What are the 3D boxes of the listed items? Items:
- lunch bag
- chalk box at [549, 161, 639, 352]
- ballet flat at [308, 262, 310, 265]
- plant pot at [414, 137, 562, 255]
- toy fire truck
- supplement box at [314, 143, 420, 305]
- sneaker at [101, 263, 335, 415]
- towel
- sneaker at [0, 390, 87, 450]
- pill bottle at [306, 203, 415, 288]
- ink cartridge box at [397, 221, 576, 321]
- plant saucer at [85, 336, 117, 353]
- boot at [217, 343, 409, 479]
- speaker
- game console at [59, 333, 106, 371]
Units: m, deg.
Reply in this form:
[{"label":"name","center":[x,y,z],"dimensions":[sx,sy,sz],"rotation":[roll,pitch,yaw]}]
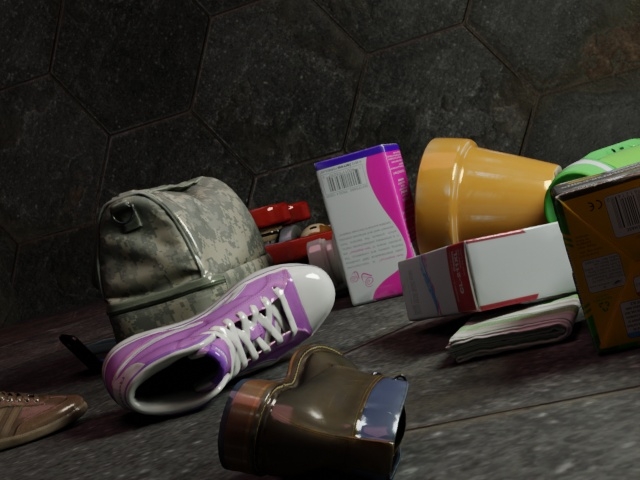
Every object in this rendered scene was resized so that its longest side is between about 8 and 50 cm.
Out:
[{"label":"lunch bag","center":[-0.209,0.033,1.525],"dimensions":[0.212,0.256,0.305],"rotation":[-14,3,18]},{"label":"chalk box","center":[0.277,0.001,0.839],"dimensions":[0.132,0.132,0.213],"rotation":[-16,2,14]},{"label":"ballet flat","center":[0.009,0.039,2.041],"dimensions":[0.316,0.107,0.106],"rotation":[-11,-18,-5]},{"label":"plant pot","center":[0.260,-0.051,1.463],"dimensions":[0.188,0.205,0.205],"rotation":[2,10,23]},{"label":"toy fire truck","center":[0.000,0.000,1.814],"dimensions":[0.254,0.169,0.302],"rotation":[-15,0,16]},{"label":"supplement box","center":[0.083,-0.026,1.480],"dimensions":[0.111,0.220,0.114],"rotation":[-14,2,17]},{"label":"sneaker","center":[-0.087,0.113,1.053],"dimensions":[0.282,0.102,0.161],"rotation":[-28,10,-19]},{"label":"towel","center":[0.187,0.080,0.919],"dimensions":[0.113,0.023,0.152],"rotation":[-12,2,20]},{"label":"sneaker","center":[-0.355,0.193,1.084],"dimensions":[0.188,0.071,0.066],"rotation":[-17,3,-21]},{"label":"pill bottle","center":[0.088,0.017,1.627],"dimensions":[0.208,0.117,0.117],"rotation":[-15,3,6]},{"label":"ink cartridge box","center":[0.173,0.035,1.032],"dimensions":[0.127,0.072,0.175],"rotation":[-11,-4,-19]},{"label":"plant saucer","center":[-0.365,0.187,1.793],"dimensions":[0.192,0.018,0.067],"rotation":[-12,5,43]},{"label":"boot","center":[0.019,0.123,0.674],"dimensions":[0.106,0.082,0.219],"rotation":[8,6,17]},{"label":"speaker","center":[0.443,-0.074,1.402],"dimensions":[0.296,0.131,0.131],"rotation":[-18,4,-43]},{"label":"game console","center":[-0.345,0.168,1.556],"dimensions":[0.071,0.107,0.122],"rotation":[-47,14,-20]}]
